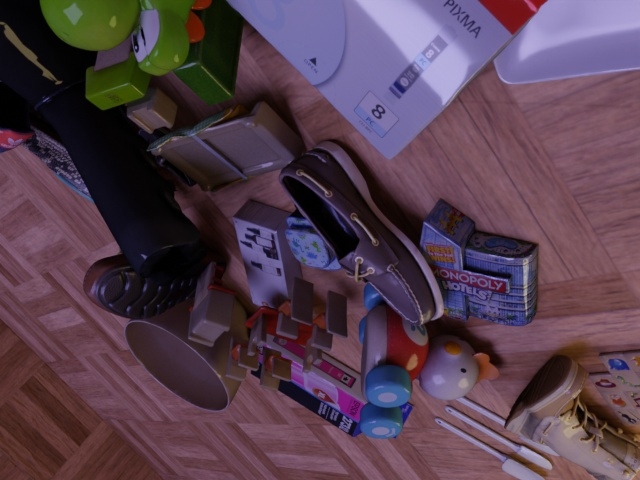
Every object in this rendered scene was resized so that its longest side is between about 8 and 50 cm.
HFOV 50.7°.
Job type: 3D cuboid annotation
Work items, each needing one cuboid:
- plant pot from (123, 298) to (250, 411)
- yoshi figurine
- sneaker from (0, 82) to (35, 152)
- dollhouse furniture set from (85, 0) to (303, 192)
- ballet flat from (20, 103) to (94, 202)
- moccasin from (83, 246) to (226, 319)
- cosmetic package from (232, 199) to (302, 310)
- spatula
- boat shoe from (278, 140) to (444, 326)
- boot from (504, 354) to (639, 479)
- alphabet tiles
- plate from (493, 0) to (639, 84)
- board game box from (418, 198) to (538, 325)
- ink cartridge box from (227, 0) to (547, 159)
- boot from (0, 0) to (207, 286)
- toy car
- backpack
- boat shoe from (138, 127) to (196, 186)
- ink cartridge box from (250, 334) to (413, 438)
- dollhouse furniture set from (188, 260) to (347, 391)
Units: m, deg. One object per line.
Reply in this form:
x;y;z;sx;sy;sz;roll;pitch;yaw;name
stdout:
-0.267;0.215;1.513;0.284;0.191;0.284;23;142;20;plant pot
-0.252;-0.371;0.771;0.203;0.203;0.362;-11;94;4;yoshi figurine
-0.569;-0.331;1.182;0.148;0.131;0.350;-3;100;31;sneaker
-0.172;-0.218;1.019;0.198;0.151;0.301;-11;153;24;dollhouse furniture set
-0.484;-0.217;1.287;0.483;0.164;0.182;31;125;13;ballet flat
-0.317;0.049;1.276;0.147;0.380;0.139;33;109;13;moccasin
-0.095;0.040;1.289;0.099;0.060;0.239;19;140;26;cosmetic package
0.341;0.387;1.322;0.242;0.019;0.168;26;143;16;spatula
0.061;0.003;1.025;0.324;0.097;0.116;55;151;1;boat shoe
0.425;0.295;1.080;0.203;0.095;0.262;30;149;14;boot
0.533;0.231;0.999;0.198;0.009;0.237;50;143;-16;alphabet tiles
0.272;-0.290;0.634;0.277;0.045;0.278;2;130;39;plate
0.221;0.038;1.016;0.194;0.060;0.194;14;138;30;board game box
0.068;-0.292;0.714;0.308;0.091;0.385;45;152;-1;ink cartridge box
-0.357;-0.146;1.012;0.146;0.367;0.445;-29;81;10;boot
0.189;0.201;1.150;0.238;0.219;0.210;2;137;-1;toy car
0.000;0.000;1.145;0.105;0.084;0.114;7;136;39;backpack
-0.279;-0.158;1.242;0.152;0.049;0.056;37;144;3;boat shoe
0.015;0.330;1.508;0.371;0.069;0.175;27;142;12;ink cartridge box
-0.110;0.150;1.281;0.259;0.135;0.262;23;137;-23;dollhouse furniture set
